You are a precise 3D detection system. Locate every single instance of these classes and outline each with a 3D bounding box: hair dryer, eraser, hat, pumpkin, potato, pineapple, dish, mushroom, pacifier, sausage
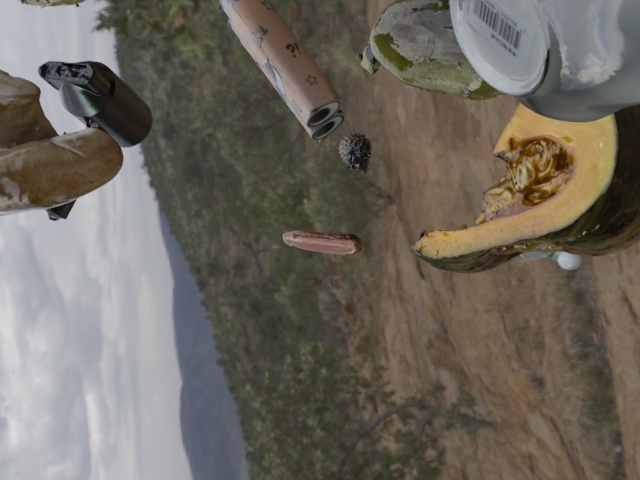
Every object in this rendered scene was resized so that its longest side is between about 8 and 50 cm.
[{"bbox_3d":[-0.458,-0.182,1.284,0.302,0.116,0.244,-67,-16,-6],"label":"hair dryer"},{"bbox_3d":[-0.070,-0.331,1.269,0.290,0.087,0.171,55,177,12],"label":"eraser"},{"bbox_3d":[0.126,-0.452,1.667,0.077,0.059,0.076,-58,-14,4],"label":"hat"},{"bbox_3d":[0.237,-0.074,0.765,0.280,0.139,0.190,-13,72,41],"label":"pumpkin"},{"bbox_3d":[0.238,-0.353,1.227,0.173,0.307,0.210,37,-113,-64],"label":"potato"},{"bbox_3d":[0.073,-0.174,1.376,0.159,0.074,0.074,-96,3,-73],"label":"pineapple"},{"bbox_3d":[0.136,-0.148,0.444,0.190,0.066,0.190,54,165,21],"label":"dish"},{"bbox_3d":[-0.376,-0.093,0.754,0.156,0.286,0.151,106,-176,-49],"label":"mushroom"},{"bbox_3d":[0.438,0.003,1.240,0.116,0.150,0.127,-106,32,-54],"label":"pacifier"},{"bbox_3d":[0.000,0.001,1.293,0.177,0.047,0.040,5,111,35],"label":"sausage"}]

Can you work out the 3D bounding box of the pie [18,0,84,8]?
[{"bbox_3d":[-0.418,-0.492,1.171,0.055,0.274,0.274,71,-176,-54],"label":"pie"}]
